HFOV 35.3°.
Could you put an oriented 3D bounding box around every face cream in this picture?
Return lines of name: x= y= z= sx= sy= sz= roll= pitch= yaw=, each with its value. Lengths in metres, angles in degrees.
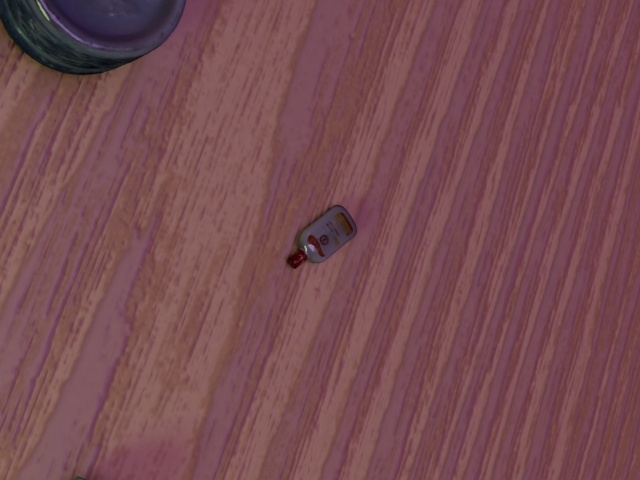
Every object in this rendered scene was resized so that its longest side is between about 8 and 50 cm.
face cream: x=0.000 y=0.000 z=1.030 sx=0.083 sy=0.021 sz=0.040 roll=-40 pitch=106 yaw=-26

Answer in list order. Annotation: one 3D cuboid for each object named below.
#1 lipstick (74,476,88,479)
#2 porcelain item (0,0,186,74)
lipstick: x=-0.242 y=0.338 z=0.844 sx=0.068 sy=0.061 sz=0.274 roll=33 pitch=71 yaw=-28
porcelain item: x=-0.200 y=-0.219 z=0.866 sx=0.147 sy=0.114 sz=0.147 roll=1 pitch=89 yaw=-32
